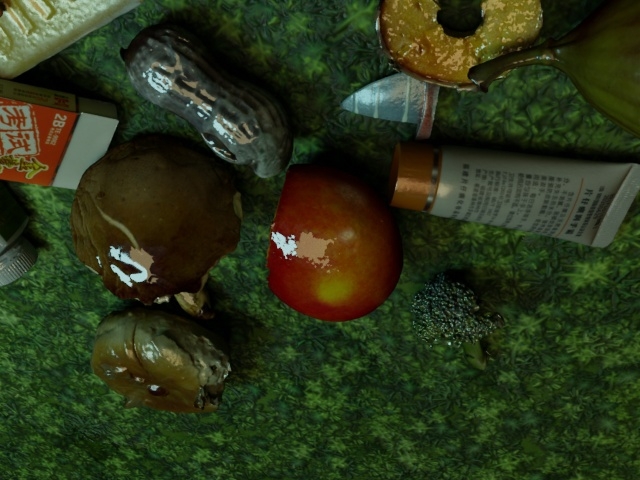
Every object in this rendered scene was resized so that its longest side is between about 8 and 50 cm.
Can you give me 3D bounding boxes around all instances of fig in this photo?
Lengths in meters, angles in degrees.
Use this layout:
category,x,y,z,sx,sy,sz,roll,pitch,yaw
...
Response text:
category,x,y,z,sx,sy,sz,roll,pitch,yaw
fig,0.312,-0.187,0.739,0.321,0.217,0.217,1,128,12

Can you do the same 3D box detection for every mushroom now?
category,x,y,z,sx,sy,sz,roll,pitch,yaw
mushroom,-0.248,0.009,1.052,0.233,0.208,0.301,45,135,12

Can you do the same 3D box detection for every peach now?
category,x,y,z,sx,sy,sz,roll,pitch,yaw
peach,0.000,0.000,0.974,0.190,0.196,0.226,-50,121,-6

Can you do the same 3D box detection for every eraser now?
category,x,y,z,sx,sy,sz,roll,pitch,yaw
eraser,-0.405,-0.141,0.974,0.230,0.038,0.157,7,141,-32

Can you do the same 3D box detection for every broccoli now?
category,x,y,z,sx,sy,sz,roll,pitch,yaw
broccoli,0.213,0.137,1.099,0.122,0.118,0.204,-30,132,8

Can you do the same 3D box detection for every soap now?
category,x,y,z,sx,sy,sz,roll,pitch,yaw
soap,-0.342,-0.311,0.863,0.274,0.089,0.173,-19,121,27

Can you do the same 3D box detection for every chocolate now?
category,x,y,z,sx,sy,sz,roll,pitch,yaw
chocolate,-0.134,-0.177,0.916,0.248,0.110,0.110,39,126,-17

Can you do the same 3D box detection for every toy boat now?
category,x,y,z,sx,sy,sz,roll,pitch,yaw
toy boat,0.084,-0.176,0.912,0.122,0.034,0.096,11,124,6

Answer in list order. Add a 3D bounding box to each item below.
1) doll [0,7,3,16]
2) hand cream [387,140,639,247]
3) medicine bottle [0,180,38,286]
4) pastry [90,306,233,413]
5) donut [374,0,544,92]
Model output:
category,x,y,z,sx,sy,sz,roll,pitch,yaw
doll,-0.457,-0.287,0.793,0.221,0.135,0.143,0,156,10
hand cream,0.247,-0.066,0.932,0.314,0.089,0.139,12,131,-2
medicine bottle,-0.533,-0.024,1.134,0.132,0.088,0.188,-13,124,22
pastry,-0.268,0.208,1.215,0.236,0.120,0.257,18,146,-3
donut,0.150,-0.244,0.818,0.181,0.078,0.146,3,130,2
